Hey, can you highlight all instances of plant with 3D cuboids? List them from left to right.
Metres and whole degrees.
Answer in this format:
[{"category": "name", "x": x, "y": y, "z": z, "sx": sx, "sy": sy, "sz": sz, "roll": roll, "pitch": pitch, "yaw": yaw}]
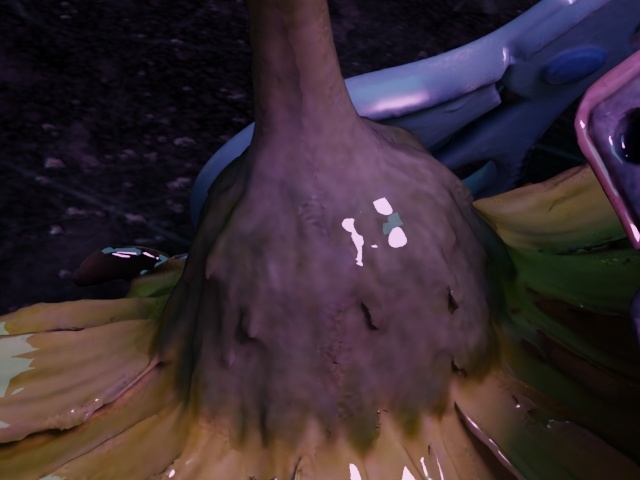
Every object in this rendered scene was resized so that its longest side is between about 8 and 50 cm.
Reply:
[{"category": "plant", "x": -0.018, "y": 0.019, "z": 0.516, "sx": 0.261, "sy": 0.297, "sz": 0.306, "roll": -8, "pitch": 34, "yaw": 50}]

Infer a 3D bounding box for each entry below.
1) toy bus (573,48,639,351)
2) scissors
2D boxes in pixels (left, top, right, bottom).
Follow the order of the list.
[{"category": "toy bus", "x": 0.265, "y": 0.101, "z": 0.396, "sx": 0.233, "sy": 0.203, "sz": 0.427, "roll": 7, "pitch": 55, "yaw": -61}, {"category": "scissors", "x": 0.095, "y": -0.082, "z": 0.572, "sx": 0.180, "sy": 0.393, "sz": 0.032, "roll": 1, "pitch": 64, "yaw": -43}]
